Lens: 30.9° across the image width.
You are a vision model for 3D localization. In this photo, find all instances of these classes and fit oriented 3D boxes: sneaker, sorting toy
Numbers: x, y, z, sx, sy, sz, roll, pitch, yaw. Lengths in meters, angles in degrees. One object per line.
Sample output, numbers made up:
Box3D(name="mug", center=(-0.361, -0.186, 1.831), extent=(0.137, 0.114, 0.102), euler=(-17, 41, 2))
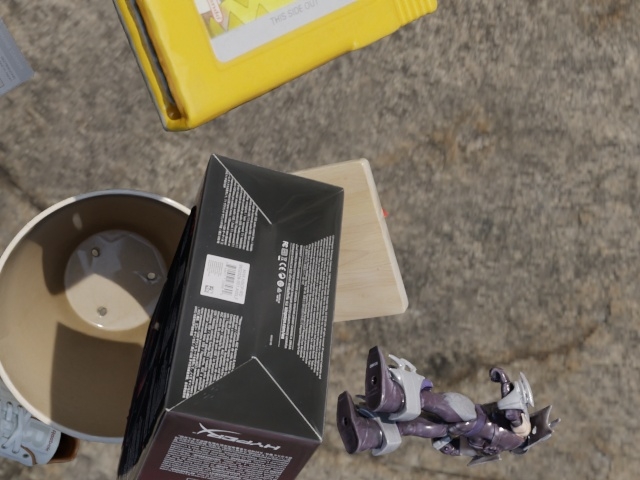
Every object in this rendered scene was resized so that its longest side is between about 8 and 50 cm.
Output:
Box3D(name="sneaker", center=(-0.418, 0.235, 1.543), extent=(0.123, 0.105, 0.290), euler=(11, 166, 25))
Box3D(name="sorting toy", center=(0.000, 0.000, 1.876), extent=(0.257, 0.089, 0.255), euler=(-9, 107, 26))

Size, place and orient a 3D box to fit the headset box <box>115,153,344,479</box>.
Box3D(name="headset box", center=(-0.082, 0.111, 0.906), extent=(0.110, 0.218, 0.293), euler=(14, 142, -11))

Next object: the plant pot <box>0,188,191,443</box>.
Box3D(name="plant pot", center=(-0.223, 0.061, 1.281), extent=(0.257, 0.274, 0.256), euler=(-1, 97, -10))

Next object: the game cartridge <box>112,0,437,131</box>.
Box3D(name="game cartridge", center=(-0.046, -0.277, 0.943), extent=(0.053, 0.324, 0.285), euler=(-1, 115, 50))

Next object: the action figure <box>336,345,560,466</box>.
Box3D(name="action figure", center=(0.165, 0.213, 1.414), extent=(0.285, 0.099, 0.185), euler=(15, 137, -31))

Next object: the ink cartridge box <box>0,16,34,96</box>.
Box3D(name="ink cartridge box", center=(-0.424, -0.188, 1.163), extent=(0.056, 0.224, 0.181), euler=(-9, 117, 43))
